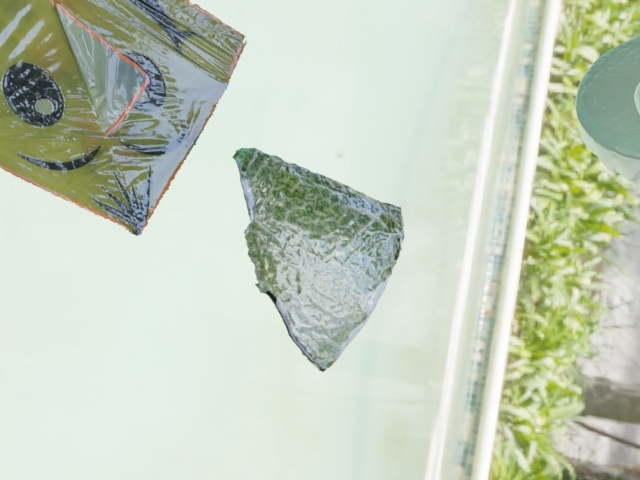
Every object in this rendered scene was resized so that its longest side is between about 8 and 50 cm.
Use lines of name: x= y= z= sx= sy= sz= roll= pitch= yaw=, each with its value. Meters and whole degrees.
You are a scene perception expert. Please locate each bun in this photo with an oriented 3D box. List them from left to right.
bun: x=0.527 y=-0.172 z=1.143 sx=0.175 sy=0.263 sz=0.263 roll=60 pitch=41 yaw=-49

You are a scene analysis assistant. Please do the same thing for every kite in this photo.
kite: x=-0.219 y=-0.151 z=0.674 sx=0.377 sy=0.013 sz=0.328 roll=-18 pitch=79 yaw=-35

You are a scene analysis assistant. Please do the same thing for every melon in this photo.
melon: x=0.004 y=0.000 z=0.638 sx=0.093 sy=0.139 sz=0.203 roll=-128 pitch=-164 yaw=-67

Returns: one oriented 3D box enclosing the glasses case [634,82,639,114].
glasses case: x=0.368 y=-0.095 z=0.569 sx=0.131 sy=0.074 sz=0.323 roll=53 pitch=-4 yaw=-11
